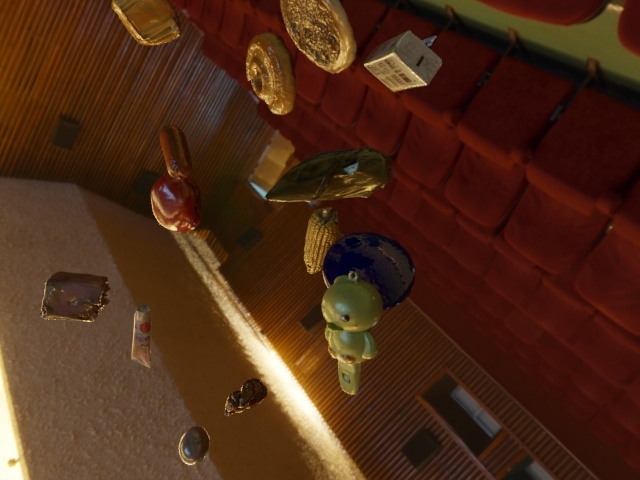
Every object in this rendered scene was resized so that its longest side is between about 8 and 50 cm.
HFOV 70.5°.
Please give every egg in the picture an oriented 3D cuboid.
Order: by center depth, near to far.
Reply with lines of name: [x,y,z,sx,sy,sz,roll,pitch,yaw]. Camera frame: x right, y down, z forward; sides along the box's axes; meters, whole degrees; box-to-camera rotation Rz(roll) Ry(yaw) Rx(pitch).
egg: [-0.441,0.716,1.585,0.103,0.103,0.135,28,-158,-20]

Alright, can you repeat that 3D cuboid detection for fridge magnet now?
fridge magnet: [0.137,0.088,1.291,0.265,0.113,0.266,1,-129,-1]

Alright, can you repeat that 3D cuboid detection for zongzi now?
zongzi: [0.031,-0.149,1.120,0.250,0.125,0.274,1,-158,32]

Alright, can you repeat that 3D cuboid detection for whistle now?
whistle: [0.058,0.209,0.995,0.141,0.294,0.141,8,-172,-1]

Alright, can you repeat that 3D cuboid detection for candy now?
candy: [-0.830,0.187,1.539,0.195,0.137,0.185,8,-174,-18]

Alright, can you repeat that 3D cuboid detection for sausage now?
sausage: [-0.426,-0.260,1.336,0.076,0.076,0.198,16,-137,-47]

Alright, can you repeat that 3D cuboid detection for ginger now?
ginger: [-0.252,0.531,1.522,0.162,0.103,0.073,-30,-131,-22]

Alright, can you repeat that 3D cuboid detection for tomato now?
tomato: [-0.451,-0.118,1.419,0.151,0.187,0.187,1,-156,-9]

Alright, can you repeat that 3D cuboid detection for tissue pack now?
tissue pack: [0.274,-0.591,1.461,0.159,0.145,0.229,34,179,-21]

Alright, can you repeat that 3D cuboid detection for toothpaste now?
toothpaste: [-0.495,0.267,1.254,0.067,0.195,0.043,19,-154,13]

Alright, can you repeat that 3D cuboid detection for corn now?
corn: [0.000,0.000,1.713,0.119,0.322,0.119,5,-135,-5]

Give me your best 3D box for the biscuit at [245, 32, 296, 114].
biscuit: [-0.169,-0.560,1.479,0.091,0.213,0.274,-16,-128,-25]

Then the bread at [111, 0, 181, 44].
bread: [-0.461,-0.592,1.198,0.152,0.119,0.288,57,172,-31]

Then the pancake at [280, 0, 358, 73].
pancake: [-0.021,-0.729,1.499,0.382,0.071,0.382,49,166,17]
